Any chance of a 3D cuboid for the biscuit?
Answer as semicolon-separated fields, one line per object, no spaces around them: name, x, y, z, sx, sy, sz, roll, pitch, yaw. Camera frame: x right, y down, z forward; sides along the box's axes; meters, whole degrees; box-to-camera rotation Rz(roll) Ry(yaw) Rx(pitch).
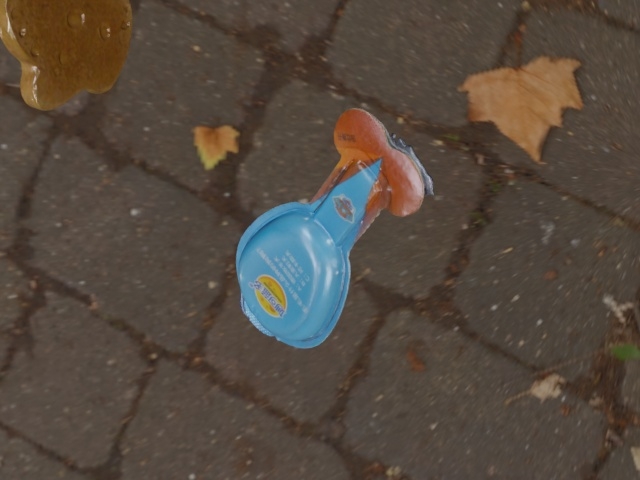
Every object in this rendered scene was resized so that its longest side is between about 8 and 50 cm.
biscuit;-0.197;-0.154;0.948;0.023;0.140;0.118;11;76;30

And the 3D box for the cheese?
cheese;0.000;0.000;0.931;0.106;0.037;0.256;51;137;11
